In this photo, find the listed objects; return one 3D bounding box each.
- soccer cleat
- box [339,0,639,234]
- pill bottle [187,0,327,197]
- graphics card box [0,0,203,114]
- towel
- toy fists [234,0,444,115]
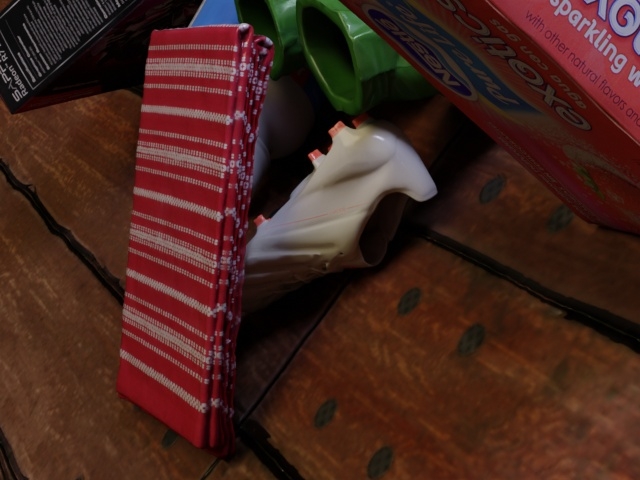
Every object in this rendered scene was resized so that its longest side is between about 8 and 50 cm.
[{"bbox_3d":[0.000,0.000,0.952,0.068,0.076,0.196,-28,-16,-47],"label":"soccer cleat"},{"bbox_3d":[0.106,-0.141,0.664,0.154,0.300,0.142,-56,25,-7],"label":"box"},{"bbox_3d":[-0.047,-0.141,1.151,0.124,0.124,0.221,-15,44,53],"label":"pill bottle"},{"bbox_3d":[-0.125,-0.255,1.352,0.371,0.094,0.233,-34,-7,36],"label":"graphics card box"},{"bbox_3d":[-0.090,-0.006,0.994,0.199,0.031,0.275,-166,80,-65],"label":"towel"},{"bbox_3d":[0.047,-0.144,0.982,0.142,0.096,0.279,-19,19,-14],"label":"toy fists"}]
